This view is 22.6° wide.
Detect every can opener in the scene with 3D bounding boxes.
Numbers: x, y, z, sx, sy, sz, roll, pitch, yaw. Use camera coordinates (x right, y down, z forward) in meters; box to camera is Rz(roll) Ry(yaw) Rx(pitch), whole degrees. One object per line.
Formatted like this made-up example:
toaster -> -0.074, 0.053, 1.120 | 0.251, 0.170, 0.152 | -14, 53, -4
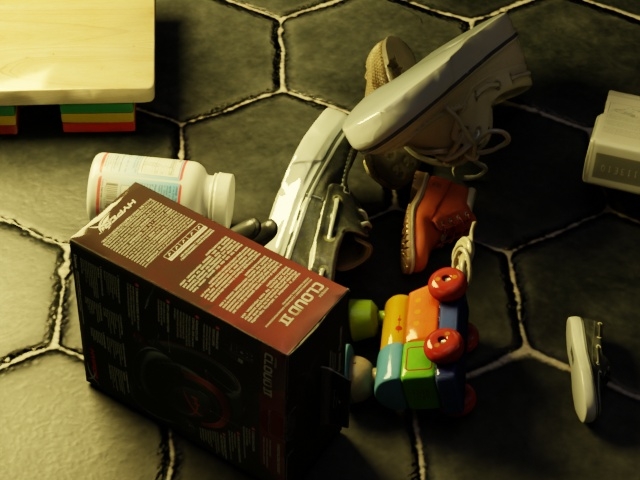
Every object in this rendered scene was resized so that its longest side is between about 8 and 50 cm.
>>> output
can opener -> -0.114, 0.024, 1.720 | 0.059, 0.186, 0.073 | -4, 65, -55

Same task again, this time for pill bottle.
pill bottle -> -0.182, -0.051, 1.833 | 0.160, 0.087, 0.087 | 6, 45, 3

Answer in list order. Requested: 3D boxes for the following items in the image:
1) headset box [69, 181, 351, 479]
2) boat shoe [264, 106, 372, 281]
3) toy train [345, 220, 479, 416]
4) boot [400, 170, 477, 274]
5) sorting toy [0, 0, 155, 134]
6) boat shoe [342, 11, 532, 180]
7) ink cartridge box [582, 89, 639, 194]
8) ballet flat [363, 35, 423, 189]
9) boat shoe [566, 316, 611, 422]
headset box -> -0.097, 0.104, 1.590 | 0.293, 0.218, 0.110 | 26, 50, 23
boat shoe -> 0.000, 0.000, 1.787 | 0.119, 0.121, 0.335 | 17, 58, 4
toy train -> 0.094, 0.077, 1.719 | 0.143, 0.105, 0.248 | -4, 44, 12
boot -> 0.136, -0.017, 1.835 | 0.084, 0.059, 0.158 | 14, 45, 4
sorting toy -> -0.335, -0.237, 2.011 | 0.257, 0.089, 0.255 | -2, 45, -4
boat shoe -> 0.160, -0.144, 1.895 | 0.135, 0.156, 0.367 | -25, 8, 34
ink cartridge box -> 0.465, -0.101, 1.932 | 0.275, 0.060, 0.239 | 13, 21, 10
ballet flat -> 0.080, -0.152, 1.972 | 0.084, 0.058, 0.250 | 29, 43, -29
boat shoe -> 0.288, 0.134, 1.696 | 0.040, 0.049, 0.142 | 2, 43, -1
